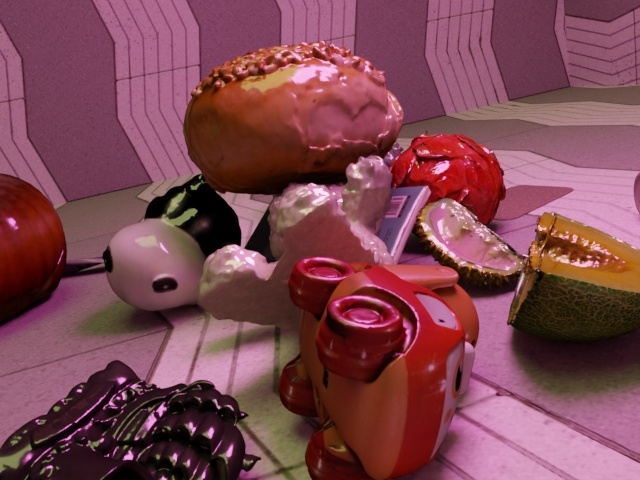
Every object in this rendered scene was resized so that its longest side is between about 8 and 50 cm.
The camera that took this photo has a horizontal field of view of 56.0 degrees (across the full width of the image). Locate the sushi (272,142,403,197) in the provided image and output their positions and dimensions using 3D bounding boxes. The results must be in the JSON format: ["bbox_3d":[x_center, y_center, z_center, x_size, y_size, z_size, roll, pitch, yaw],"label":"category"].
[{"bbox_3d":[0.057,-0.164,1.632,0.418,0.175,0.417,-10,16,3],"label":"sushi"}]

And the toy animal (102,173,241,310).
[{"bbox_3d":[-0.286,0.027,1.176,0.213,0.212,0.266,2,43,38],"label":"toy animal"}]

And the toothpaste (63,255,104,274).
[{"bbox_3d":[-0.583,0.058,1.545,0.301,0.048,0.075,-7,6,6],"label":"toothpaste"}]

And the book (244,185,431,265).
[{"bbox_3d":[0.000,0.000,1.152,0.380,0.031,0.264,2,51,40],"label":"book"}]

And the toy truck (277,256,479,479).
[{"bbox_3d":[0.087,0.122,0.645,0.239,0.188,0.265,0,21,-16],"label":"toy truck"}]

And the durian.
[{"bbox_3d":[0.246,0.022,1.018,0.137,0.095,0.221,-29,45,-24],"label":"durian"}]

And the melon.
[{"bbox_3d":[0.340,0.070,0.772,0.169,0.129,0.265,18,22,17],"label":"melon"}]

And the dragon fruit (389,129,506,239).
[{"bbox_3d":[0.256,-0.109,1.236,0.241,0.240,0.252,0,41,35],"label":"dragon fruit"}]

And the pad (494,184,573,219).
[{"bbox_3d":[0.460,-0.094,1.432,0.266,0.002,0.176,-22,19,-33],"label":"pad"}]

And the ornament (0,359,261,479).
[{"bbox_3d":[-0.169,0.228,0.617,0.261,0.106,0.251,1,22,21],"label":"ornament"}]

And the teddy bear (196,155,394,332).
[{"bbox_3d":[-0.040,-0.032,0.936,0.327,0.375,0.362,-38,49,15],"label":"teddy bear"}]

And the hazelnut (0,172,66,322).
[{"bbox_3d":[-0.746,0.026,1.292,0.359,0.359,0.409,-3,27,27],"label":"hazelnut"}]

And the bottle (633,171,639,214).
[{"bbox_3d":[0.706,-0.097,1.089,0.234,0.109,0.110,-10,16,3],"label":"bottle"}]

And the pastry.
[{"bbox_3d":[-0.053,-0.221,1.117,0.410,0.244,0.409,-9,-1,0],"label":"pastry"}]
